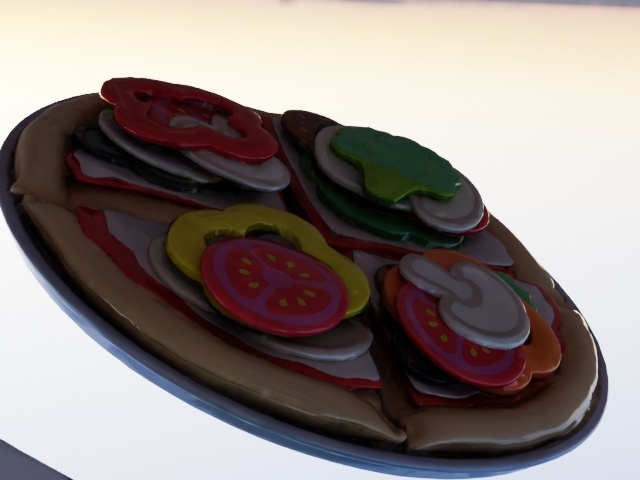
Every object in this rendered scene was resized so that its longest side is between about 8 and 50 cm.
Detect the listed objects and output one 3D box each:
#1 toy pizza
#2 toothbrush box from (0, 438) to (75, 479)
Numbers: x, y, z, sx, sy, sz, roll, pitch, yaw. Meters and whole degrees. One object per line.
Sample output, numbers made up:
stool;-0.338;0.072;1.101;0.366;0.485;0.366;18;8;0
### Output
toy pizza;0.000;0.000;0.593;0.201;0.032;0.201;19;-155;-10
toothbrush box;-0.067;0.174;0.463;0.295;0.126;0.216;35;137;-22
